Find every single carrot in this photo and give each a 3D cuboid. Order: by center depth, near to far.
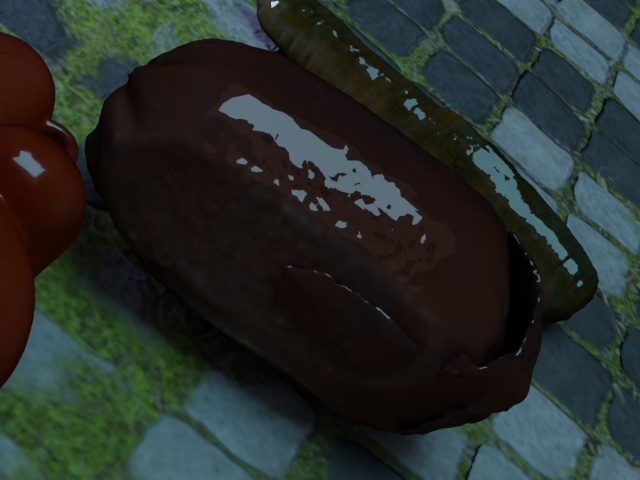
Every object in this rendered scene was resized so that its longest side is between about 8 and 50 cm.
[{"bbox_3d":[0.071,-0.077,1.021,0.342,0.070,0.070,47,33,10],"label":"carrot"}]

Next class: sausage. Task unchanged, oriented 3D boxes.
[{"bbox_3d":[0.000,0.000,0.779,0.279,0.152,0.152,35,33,-11],"label":"sausage"}]

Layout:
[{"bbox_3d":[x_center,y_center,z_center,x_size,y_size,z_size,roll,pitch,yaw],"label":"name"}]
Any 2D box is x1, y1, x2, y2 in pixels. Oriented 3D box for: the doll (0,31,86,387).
[{"bbox_3d":[-0.192,0.007,0.585,0.161,0.130,0.290,38,47,5],"label":"doll"}]
